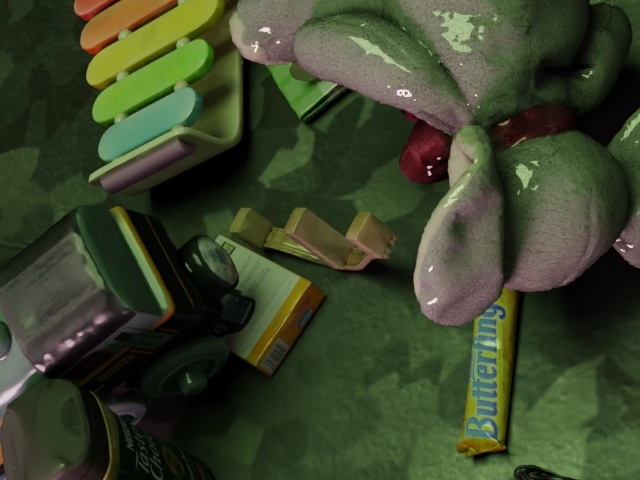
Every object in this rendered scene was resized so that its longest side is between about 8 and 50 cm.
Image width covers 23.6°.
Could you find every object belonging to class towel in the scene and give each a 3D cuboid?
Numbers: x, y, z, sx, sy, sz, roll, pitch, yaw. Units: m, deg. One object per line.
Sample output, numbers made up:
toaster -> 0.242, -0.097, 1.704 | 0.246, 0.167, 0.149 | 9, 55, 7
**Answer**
towel -> 0.023, -0.181, 1.350 | 0.152, 0.023, 0.113 | -40, 44, 11

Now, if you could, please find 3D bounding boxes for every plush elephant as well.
plush elephant -> 0.125, -0.075, 1.061 | 0.330, 0.272, 0.255 | -5, 89, 63

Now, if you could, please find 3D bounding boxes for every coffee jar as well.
coffee jar -> -0.153, 0.175, 1.125 | 0.079, 0.184, 0.096 | -33, 49, 14

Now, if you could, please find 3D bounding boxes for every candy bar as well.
candy bar -> 0.123, 0.083, 1.104 | 0.040, 0.018, 0.161 | -9, 56, 31

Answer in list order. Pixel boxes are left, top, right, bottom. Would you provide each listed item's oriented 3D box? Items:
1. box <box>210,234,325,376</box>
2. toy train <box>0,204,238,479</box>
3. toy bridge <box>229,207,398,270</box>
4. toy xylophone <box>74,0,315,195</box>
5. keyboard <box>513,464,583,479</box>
box -> -0.067, 0.049, 1.257 | 0.136, 0.028, 0.081 | 26, 79, 45
toy train -> -0.220, 0.099, 1.194 | 0.334, 0.190, 0.142 | -36, 66, 18
toy bridge -> 0.000, 0.000, 1.212 | 0.188, 0.063, 0.026 | 3, 63, 56
toy xylophone -> -0.117, -0.191, 1.396 | 0.236, 0.081, 0.323 | -31, 47, 24
keyboard -> 0.161, 0.232, 0.972 | 0.317, 0.033, 0.201 | 5, 65, 37
